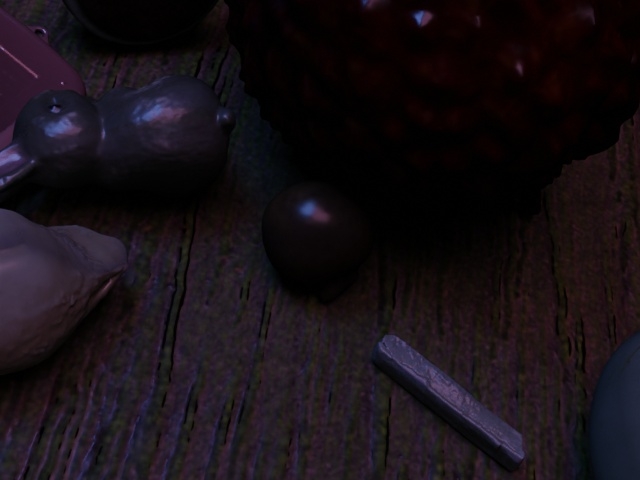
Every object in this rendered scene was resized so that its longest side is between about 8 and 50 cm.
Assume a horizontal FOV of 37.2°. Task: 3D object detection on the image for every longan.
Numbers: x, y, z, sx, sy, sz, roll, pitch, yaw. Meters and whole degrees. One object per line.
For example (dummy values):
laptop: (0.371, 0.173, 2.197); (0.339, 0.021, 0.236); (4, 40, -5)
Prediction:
longan: (0.000, 0.000, 0.908); (0.106, 0.106, 0.119); (-28, 104, -30)

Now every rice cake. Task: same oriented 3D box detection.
rice cake: (0.118, 0.147, 0.869); (0.171, 0.033, 0.029); (39, 55, 14)

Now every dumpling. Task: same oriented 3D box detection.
dumpling: (-0.281, 0.033, 0.801); (0.216, 0.126, 0.166); (-43, 47, -21)

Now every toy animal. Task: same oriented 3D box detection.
toy animal: (-0.213, -0.092, 0.884); (0.251, 0.127, 0.125); (-11, 53, -28)

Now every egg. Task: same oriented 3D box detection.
egg: (0.318, 0.174, 0.819); (0.168, 0.168, 0.231); (13, 51, -6)

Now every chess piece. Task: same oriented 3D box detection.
chess piece: (-0.231, -0.380, 1.077); (0.194, 0.194, 0.299); (-9, 49, -21)

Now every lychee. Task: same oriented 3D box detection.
lychee: (0.125, -0.219, 0.917); (0.424, 0.500, 0.425); (-21, 39, 18)

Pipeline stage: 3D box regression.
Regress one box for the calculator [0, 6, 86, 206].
calculator: (-0.372, -0.119, 0.897); (0.220, 0.048, 0.330); (38, 55, 1)
